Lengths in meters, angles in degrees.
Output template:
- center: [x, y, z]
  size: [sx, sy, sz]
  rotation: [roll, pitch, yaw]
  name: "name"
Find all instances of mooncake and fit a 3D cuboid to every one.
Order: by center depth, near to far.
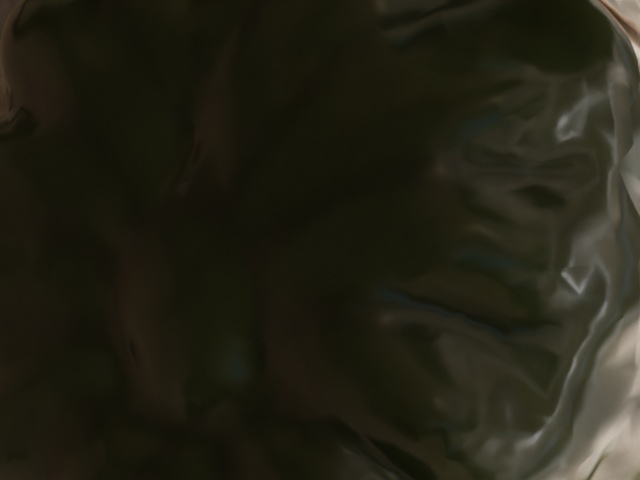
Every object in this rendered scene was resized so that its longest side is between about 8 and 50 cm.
- center: [0.000, 0.000, 0.796]
  size: [0.194, 0.356, 0.356]
  rotation: [21, 64, -52]
  name: "mooncake"
